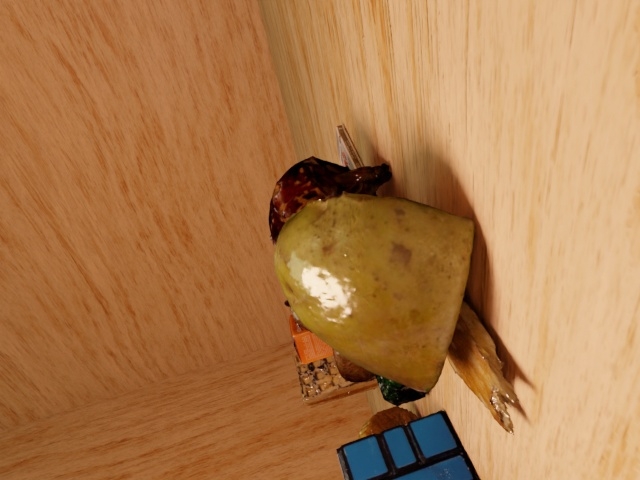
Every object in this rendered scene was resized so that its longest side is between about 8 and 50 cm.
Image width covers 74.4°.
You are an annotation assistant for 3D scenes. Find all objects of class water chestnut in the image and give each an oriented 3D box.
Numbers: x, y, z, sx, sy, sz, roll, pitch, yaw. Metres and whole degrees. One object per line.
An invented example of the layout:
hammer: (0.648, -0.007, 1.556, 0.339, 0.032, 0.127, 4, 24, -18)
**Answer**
water chestnut: (0.038, -0.065, 0.910, 0.300, 0.300, 0.299, 163, 90, -86)

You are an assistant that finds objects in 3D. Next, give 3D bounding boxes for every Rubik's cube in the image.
Rubik's cube: (0.219, 0.622, 0.980, 0.283, 0.289, 0.293, -114, 6, -51)

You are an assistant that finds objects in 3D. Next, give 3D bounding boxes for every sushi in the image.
sushi: (0.208, 0.348, 1.096, 0.225, 0.127, 0.124, 82, 171, -51)

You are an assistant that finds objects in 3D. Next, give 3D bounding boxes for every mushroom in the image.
mushroom: (0.064, 0.315, 1.452, 0.331, 0.357, 0.333, 132, 139, -70)

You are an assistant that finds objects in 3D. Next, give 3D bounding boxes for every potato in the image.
potato: (0.051, 0.091, 0.653, 0.330, 0.280, 0.212, 94, -170, -64)

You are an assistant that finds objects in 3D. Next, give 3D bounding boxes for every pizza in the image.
pizza: (0.234, 0.169, 0.644, 0.262, 0.034, 0.181, -111, 5, -72)

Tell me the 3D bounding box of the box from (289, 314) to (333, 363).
box: (0.047, 0.369, 1.786, 0.225, 0.342, 0.143, -123, 18, -75)

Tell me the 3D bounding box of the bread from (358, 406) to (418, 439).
bread: (0.235, 0.645, 1.279, 0.142, 0.228, 0.253, 116, 146, -53)

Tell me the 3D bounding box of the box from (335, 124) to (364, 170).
box: (0.084, -0.211, 1.156, 0.109, 0.029, 0.198, 80, 171, -57)

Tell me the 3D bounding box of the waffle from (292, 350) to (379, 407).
waffle: (0.081, 0.550, 1.847, 0.114, 0.377, 0.260, 77, 176, -49)
